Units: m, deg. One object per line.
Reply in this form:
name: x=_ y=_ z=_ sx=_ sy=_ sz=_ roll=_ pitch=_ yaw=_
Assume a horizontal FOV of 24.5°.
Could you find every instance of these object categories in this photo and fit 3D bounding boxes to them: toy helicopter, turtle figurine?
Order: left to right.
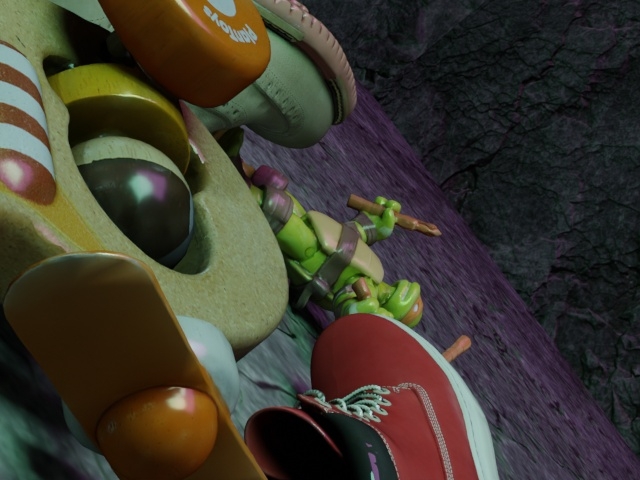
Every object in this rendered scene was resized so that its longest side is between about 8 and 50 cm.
toy helicopter: x=-0.115 y=-0.005 z=0.496 sx=0.235 sy=0.140 sz=0.355 roll=62 pitch=22 yaw=15
turtle figurine: x=0.000 y=0.000 z=1.067 sx=0.217 sy=0.087 sz=0.269 roll=40 pitch=21 yaw=-13

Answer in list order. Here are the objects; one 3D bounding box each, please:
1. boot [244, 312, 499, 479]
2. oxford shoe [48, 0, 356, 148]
boot: x=0.015 y=0.093 z=0.765 sx=0.176 sy=0.088 sz=0.244 roll=42 pitch=15 yaw=-37
oxford shoe: x=-0.106 y=-0.110 z=0.843 sx=0.140 sy=0.146 sz=0.397 roll=27 pitch=0 yaw=30
